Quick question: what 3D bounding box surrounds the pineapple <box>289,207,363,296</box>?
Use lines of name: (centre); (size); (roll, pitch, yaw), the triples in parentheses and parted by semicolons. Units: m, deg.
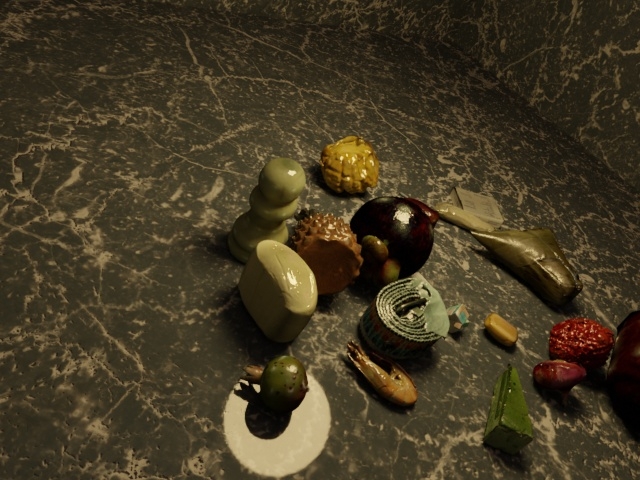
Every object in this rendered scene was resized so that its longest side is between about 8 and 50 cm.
pineapple: (0.002, 0.000, 1.642); (0.223, 0.223, 0.357); (14, 22, -14)

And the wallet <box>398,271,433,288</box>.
wallet: (0.279, 0.157, 1.739); (0.190, 0.033, 0.095); (-13, 50, -39)

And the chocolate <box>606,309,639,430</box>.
chocolate: (1.045, 0.431, 1.623); (0.383, 0.384, 0.331); (37, 56, 15)

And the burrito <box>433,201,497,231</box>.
burrito: (0.579, -0.075, 2.142); (0.275, 0.059, 0.082); (28, 47, 2)

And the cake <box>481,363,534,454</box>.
cake: (0.519, 0.456, 1.470); (0.099, 0.100, 0.235); (31, 39, 5)

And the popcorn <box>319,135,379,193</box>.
popcorn: (0.114, -0.276, 2.025); (0.250, 0.190, 0.250); (13, 47, -14)

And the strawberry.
strawberry: (0.837, 0.329, 1.714); (0.187, 0.201, 0.184); (44, 65, 0)

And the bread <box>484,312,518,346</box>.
bread: (0.571, 0.289, 1.725); (0.115, 0.056, 0.082); (35, 39, 2)

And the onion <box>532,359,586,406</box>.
onion: (0.714, 0.426, 1.610); (0.150, 0.150, 0.140); (2, 80, -26)

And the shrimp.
shrimp: (0.166, 0.345, 1.446); (0.236, 0.053, 0.133); (38, 42, 11)

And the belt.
belt: (0.246, 0.227, 1.549); (0.257, 0.150, 0.207); (-10, 59, -35)

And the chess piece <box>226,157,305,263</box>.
chess piece: (-0.146, -0.093, 1.560); (0.182, 0.330, 0.182); (15, 40, -13)

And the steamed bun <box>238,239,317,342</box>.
steamed bun: (-0.101, 0.129, 1.433); (0.154, 0.200, 0.250); (-12, 54, -39)

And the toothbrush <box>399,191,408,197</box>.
toothbrush: (0.387, -0.136, 2.148); (0.193, 0.013, 0.019); (40, 49, 18)

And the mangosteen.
mangosteen: (0.211, 0.002, 1.686); (0.288, 0.288, 0.288); (15, 39, -13)

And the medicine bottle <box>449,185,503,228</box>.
medicine bottle: (0.652, -0.140, 2.263); (0.201, 0.052, 0.171); (13, 40, -16)

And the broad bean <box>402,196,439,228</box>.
broad bean: (0.369, -0.108, 2.055); (0.114, 0.084, 0.165); (2, 35, -50)

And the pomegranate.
pomegranate: (-0.104, 0.341, 1.270); (0.129, 0.159, 0.129); (44, 38, -49)

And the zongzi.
zongzi: (0.743, 0.083, 1.968); (0.360, 0.160, 0.323); (8, 40, -21)

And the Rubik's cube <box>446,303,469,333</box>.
Rubik's cube: (0.421, 0.248, 1.682); (0.075, 0.084, 0.073); (-35, 93, -30)
